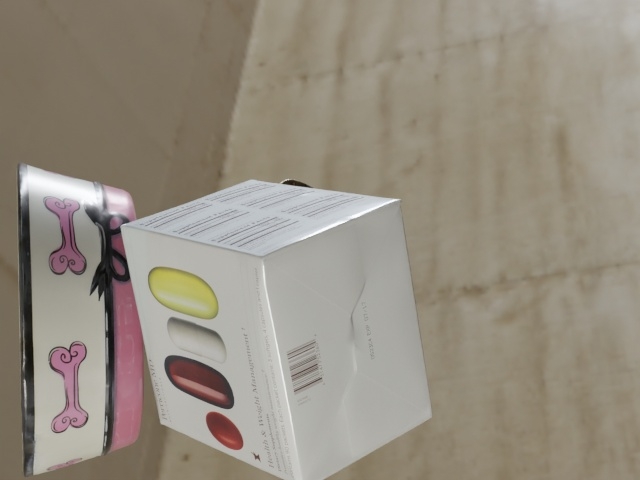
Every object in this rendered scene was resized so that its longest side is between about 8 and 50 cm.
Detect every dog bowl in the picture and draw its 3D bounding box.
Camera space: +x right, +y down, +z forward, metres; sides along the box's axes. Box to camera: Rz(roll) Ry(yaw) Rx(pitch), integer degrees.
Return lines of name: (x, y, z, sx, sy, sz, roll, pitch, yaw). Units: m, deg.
dog bowl: (-0.322, 0.102, 1.566, 0.408, 0.150, 0.408, 179, 90, -76)

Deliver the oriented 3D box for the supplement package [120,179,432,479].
supplement package: (-0.038, 0.067, 0.990, 0.149, 0.203, 0.194, -22, -70, -36)

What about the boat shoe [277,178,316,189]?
boat shoe: (0.000, 0.000, 1.333, 0.178, 0.060, 0.064, 41, -127, -30)
